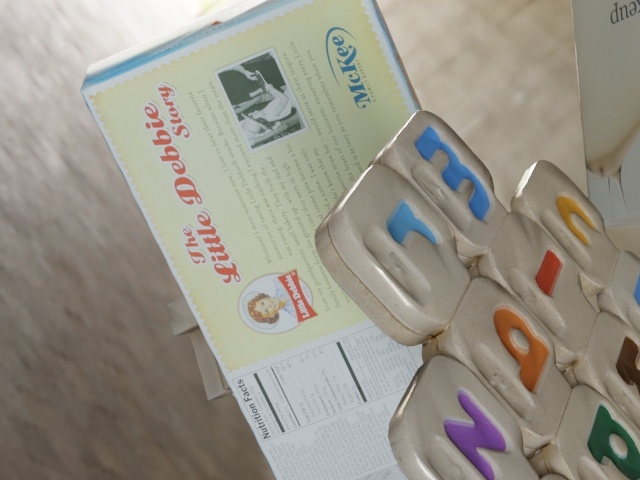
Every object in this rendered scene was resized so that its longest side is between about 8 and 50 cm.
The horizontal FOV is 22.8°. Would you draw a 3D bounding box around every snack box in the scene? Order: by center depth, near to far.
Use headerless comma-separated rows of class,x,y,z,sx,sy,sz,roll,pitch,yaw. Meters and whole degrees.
snack box,0.000,0.000,1.023,0.060,0.187,0.322,-91,158,-68

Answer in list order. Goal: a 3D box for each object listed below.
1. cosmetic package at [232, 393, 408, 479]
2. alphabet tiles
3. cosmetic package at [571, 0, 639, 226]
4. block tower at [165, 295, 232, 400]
cosmetic package,0.012,0.171,1.562,0.231,0.117,0.085,47,40,16
alphabet tiles,0.113,0.076,0.619,0.284,0.021,0.278,47,28,-5
cosmetic package,0.254,-0.171,1.056,0.160,0.113,0.310,160,-71,-63
block tower,0.023,0.071,1.479,0.335,0.091,0.097,-6,73,-41
